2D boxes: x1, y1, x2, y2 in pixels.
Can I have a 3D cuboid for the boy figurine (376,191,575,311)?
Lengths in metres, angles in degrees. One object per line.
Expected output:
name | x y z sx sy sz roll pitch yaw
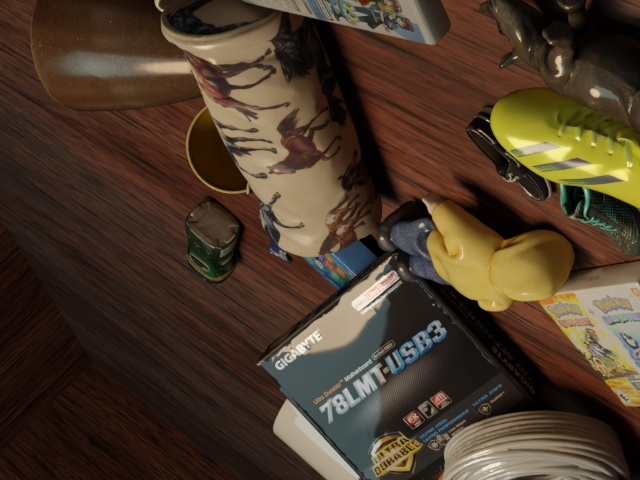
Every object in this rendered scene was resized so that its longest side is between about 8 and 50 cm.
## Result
boy figurine | 0.185 0.013 1.464 0.285 0.092 0.177 9 139 56

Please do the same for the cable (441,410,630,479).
cable | 0.294 0.323 1.658 0.257 0.089 0.257 33 132 -29

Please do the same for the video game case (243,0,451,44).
video game case | -0.045 -0.341 1.146 0.300 0.036 0.329 23 154 44

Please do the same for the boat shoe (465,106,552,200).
boat shoe | 0.204 -0.087 1.312 0.125 0.038 0.046 52 158 -17

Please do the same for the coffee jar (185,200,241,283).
coffee jar | -0.195 0.007 2.178 0.096 0.079 0.184 38 158 10

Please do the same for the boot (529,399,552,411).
boot | 0.305 0.266 1.781 0.099 0.045 0.121 38 158 9

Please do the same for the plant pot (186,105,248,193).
plant pot | -0.117 -0.134 1.728 0.134 0.134 0.095 44 -175 4

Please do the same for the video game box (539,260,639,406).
video game box | 0.364 0.110 1.372 0.187 0.048 0.205 51 158 -9

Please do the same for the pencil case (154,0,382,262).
pencil case | -0.059 -0.154 1.502 0.183 0.160 0.410 1 140 25

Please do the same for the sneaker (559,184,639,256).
sneaker | 0.275 -0.040 1.215 0.065 0.076 0.166 11 141 57

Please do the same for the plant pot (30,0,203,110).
plant pot | -0.222 -0.262 1.590 0.230 0.215 0.215 13 145 32

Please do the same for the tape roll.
tape roll | 0.064 0.274 1.961 0.169 0.246 0.246 39 159 16

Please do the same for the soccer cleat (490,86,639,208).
soccer cleat | 0.283 -0.076 1.084 0.289 0.093 0.121 29 174 22

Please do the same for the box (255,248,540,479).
box | 0.109 0.192 1.729 0.295 0.073 0.293 -39 98 26

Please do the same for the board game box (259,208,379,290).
board game box | 0.000 0.000 1.821 0.210 0.047 0.160 43 167 5

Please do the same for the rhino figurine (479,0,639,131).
rhino figurine | 0.229 -0.165 1.070 0.243 0.073 0.106 32 164 38

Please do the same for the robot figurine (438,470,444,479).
robot figurine | 0.300 0.446 2.003 0.219 0.128 0.158 37 132 21
